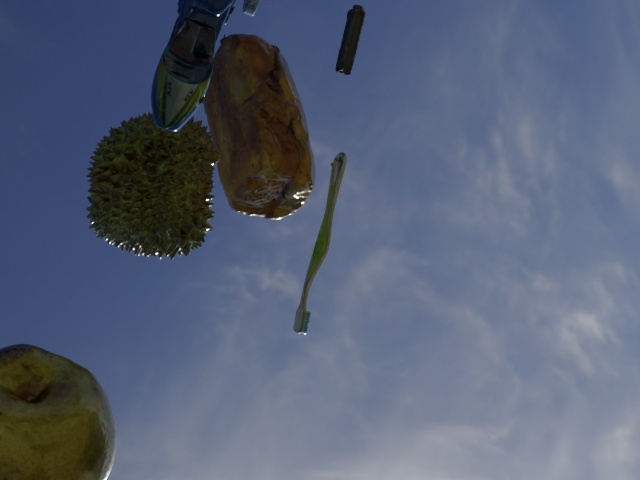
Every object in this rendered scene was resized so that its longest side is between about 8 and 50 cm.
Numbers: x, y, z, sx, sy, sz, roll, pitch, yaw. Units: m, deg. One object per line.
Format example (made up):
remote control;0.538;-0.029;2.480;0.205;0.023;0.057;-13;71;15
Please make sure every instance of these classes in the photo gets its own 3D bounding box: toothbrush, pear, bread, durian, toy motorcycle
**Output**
toothbrush;0.000;0.000;1.221;0.026;0.022;0.263;28;-109;-54
pear;-0.310;0.215;0.912;0.197;0.197;0.197;-13;-71;-43
bread;-0.109;-0.213;1.649;0.149;0.195;0.344;4;-123;-33
durian;-0.263;-0.085;1.369;0.176;0.200;0.237;5;-73;-43
toy motorcycle;-0.091;-0.219;0.756;0.092;0.135;0.254;18;-64;-14

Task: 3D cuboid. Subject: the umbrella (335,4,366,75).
umbrella;0.055;-0.373;1.655;0.031;0.036;0.133;13;-88;-88
